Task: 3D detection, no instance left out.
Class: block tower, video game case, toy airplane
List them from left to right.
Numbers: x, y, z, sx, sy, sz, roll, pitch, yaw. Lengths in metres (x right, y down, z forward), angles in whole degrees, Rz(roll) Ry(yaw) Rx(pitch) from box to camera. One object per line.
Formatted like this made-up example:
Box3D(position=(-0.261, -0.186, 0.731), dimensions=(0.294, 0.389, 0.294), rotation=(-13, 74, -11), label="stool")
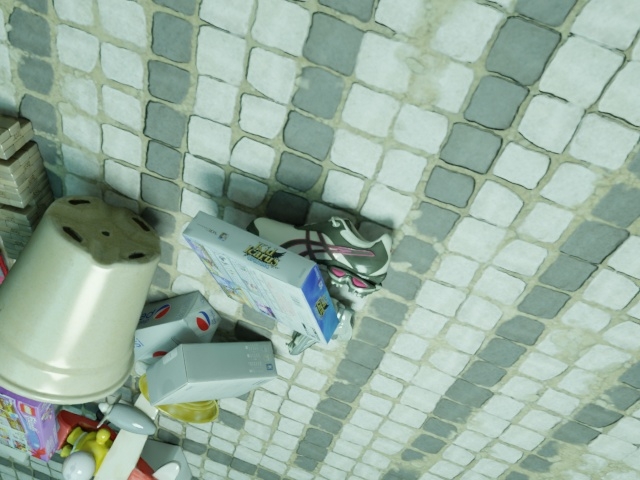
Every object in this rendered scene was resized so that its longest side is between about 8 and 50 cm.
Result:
Box3D(position=(-0.615, -0.101, 1.209), dimensions=(0.097, 0.091, 0.335), rotation=(15, 134, 8), label="block tower")
Box3D(position=(-0.595, 0.637, 1.666), dimensions=(0.385, 0.385, 0.272), rotation=(-17, 165, 15), label="toy airplane")
Box3D(position=(-0.100, 0.075, 1.098), dimensions=(0.244, 0.061, 0.269), rotation=(22, 157, 21), label="video game case")

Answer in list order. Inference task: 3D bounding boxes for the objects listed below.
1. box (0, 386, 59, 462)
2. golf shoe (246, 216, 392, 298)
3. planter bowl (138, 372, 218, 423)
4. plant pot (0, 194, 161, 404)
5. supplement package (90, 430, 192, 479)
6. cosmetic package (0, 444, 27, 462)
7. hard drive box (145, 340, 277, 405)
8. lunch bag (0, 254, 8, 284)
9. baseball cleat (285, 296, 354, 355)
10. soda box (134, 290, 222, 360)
Box3D(position=(-0.778, 0.441, 1.510), dimensions=(0.201, 0.057, 0.293), rotation=(21, 133, 2), label="box")
Box3D(position=(0.000, 0.000, 1.089), dimensions=(0.273, 0.105, 0.120), rotation=(23, 103, 11), label="golf shoe")
Box3D(position=(-0.346, 0.370, 1.532), dimensions=(0.217, 0.090, 0.217), rotation=(11, 133, 12), label="planter bowl")
Box3D(position=(-0.474, 0.094, 1.177), dimensions=(0.334, 0.333, 0.305), rotation=(30, 112, -8), label="plant pot")
Box3D(position=(-0.584, 0.763, 1.893), dimensions=(0.263, 0.199, 0.198), rotation=(8, 133, 14), label="supplement package")
Box3D(position=(-0.854, 0.475, 1.740), dimensions=(0.155, 0.196, 0.365), rotation=(31, 132, -8), label="cosmetic package")
Box3D(position=(-0.246, 0.300, 1.349), dimensions=(0.232, 0.089, 0.181), rotation=(7, 149, -41), label="hard drive box")
Box3D(position=(-0.885, 0.107, 1.405), dimensions=(0.293, 0.120, 0.258), rotation=(4, 128, 7), label="lunch bag")
Box3D(position=(0.004, 0.201, 1.267), dimensions=(0.110, 0.072, 0.206), rotation=(26, 137, -10), label="baseball cleat")
Box3D(position=(-0.377, 0.207, 1.397), dimensions=(0.287, 0.091, 0.098), rotation=(-15, 124, 30), label="soda box")
